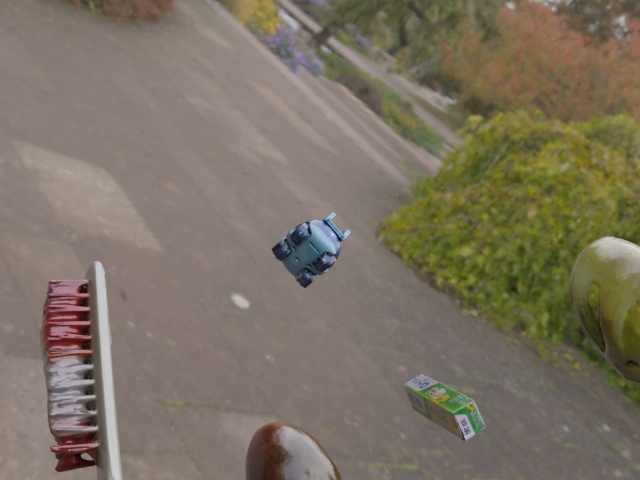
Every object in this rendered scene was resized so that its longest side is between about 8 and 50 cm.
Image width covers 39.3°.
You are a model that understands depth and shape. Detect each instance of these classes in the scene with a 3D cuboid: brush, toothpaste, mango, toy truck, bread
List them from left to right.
[{"bbox_3d":[-0.143,0.164,0.564,0.050,0.060,0.321,-4,59,-17],"label":"brush"},{"bbox_3d":[-0.020,0.317,1.036,0.111,0.133,0.267,10,36,-38],"label":"mango"},{"bbox_3d":[0.000,0.000,0.936,0.056,0.073,0.090,50,43,-1],"label":"toy truck"},{"bbox_3d":[0.165,0.224,1.214,0.043,0.037,0.178,64,-13,-10],"label":"toothpaste"},{"bbox_3d":[0.413,0.084,1.222,0.156,0.158,0.261,38,8,-9],"label":"bread"}]
